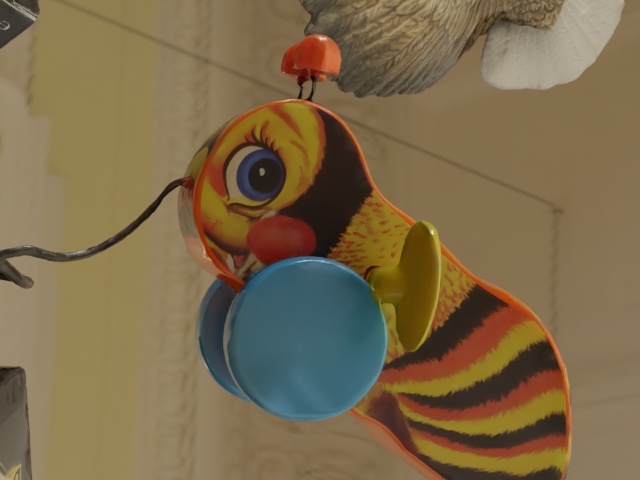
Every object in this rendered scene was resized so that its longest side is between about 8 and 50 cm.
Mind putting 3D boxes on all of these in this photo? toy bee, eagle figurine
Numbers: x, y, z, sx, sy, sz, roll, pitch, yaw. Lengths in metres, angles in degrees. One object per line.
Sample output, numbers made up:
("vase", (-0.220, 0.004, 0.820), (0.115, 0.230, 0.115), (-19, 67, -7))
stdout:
("toy bee", (0.000, 0.000, 0.740), (0.195, 0.298, 0.162), (19, -99, 56))
("eagle figurine", (0.097, -0.193, 0.992), (0.298, 0.225, 0.226), (-90, -169, -76))

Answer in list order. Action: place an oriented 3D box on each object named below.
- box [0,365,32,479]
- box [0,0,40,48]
("box", (-0.206, 0.242, 0.796), (0.073, 0.295, 0.293), (-1, -76, 10))
("box", (-0.548, -0.278, 1.820), (0.395, 0.293, 0.212), (-32, -133, 26))
